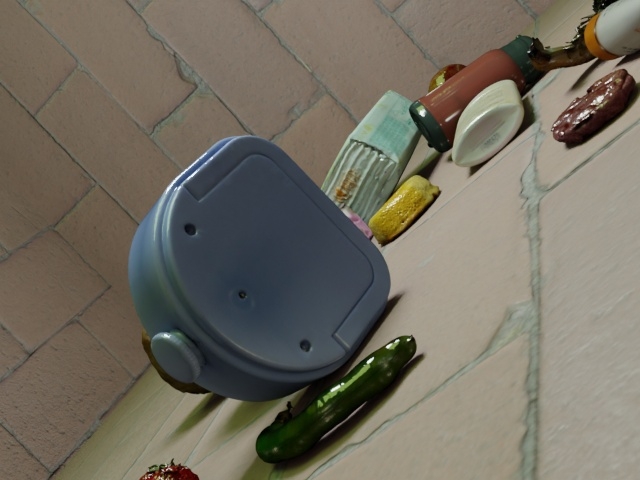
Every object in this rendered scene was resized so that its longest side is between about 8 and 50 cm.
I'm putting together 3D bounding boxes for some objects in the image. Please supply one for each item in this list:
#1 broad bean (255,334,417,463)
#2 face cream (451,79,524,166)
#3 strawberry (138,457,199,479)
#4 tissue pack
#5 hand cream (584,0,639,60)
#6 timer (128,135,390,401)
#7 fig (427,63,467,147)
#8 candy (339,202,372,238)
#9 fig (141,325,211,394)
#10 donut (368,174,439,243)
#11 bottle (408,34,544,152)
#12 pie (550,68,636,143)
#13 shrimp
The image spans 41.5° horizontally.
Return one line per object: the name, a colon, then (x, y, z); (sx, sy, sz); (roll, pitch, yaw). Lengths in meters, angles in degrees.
broad bean: (-0.001, 0.207, 1.044); (0.292, 0.049, 0.144); (-39, 6, 43)
face cream: (0.355, -0.256, 1.800); (0.173, 0.081, 0.348); (-43, 5, 19)
strawberry: (-0.210, 0.362, 1.173); (0.106, 0.106, 0.106); (-43, 6, 5)
tissue pack: (0.131, -0.189, 2.178); (0.287, 0.162, 0.388); (-64, -5, 31)
hand cream: (0.523, -0.356, 1.317); (0.140, 0.089, 0.314); (-2, -1, -4)
timer: (-0.111, 0.064, 1.261); (0.173, 0.395, 0.395); (-36, 9, 49)
fig: (0.340, -0.328, 2.211); (0.145, 0.170, 0.274); (-52, -9, -37)
candy: (0.019, 0.022, 1.938); (0.155, 0.116, 0.265); (-42, 6, 20)
fig: (-0.218, 0.231, 1.806); (0.286, 0.286, 0.369); (-44, 36, -4)
donut: (0.173, -0.072, 1.809); (0.178, 0.065, 0.162); (-48, 7, -31)
bottle: (0.382, -0.361, 2.018); (0.336, 0.144, 0.144); (-37, 6, 2)
pie: (0.403, -0.194, 1.249); (0.153, 0.038, 0.153); (-45, 8, 8)
shrimp: (0.472, -0.398, 1.515); (0.222, 0.054, 0.290); (-24, -23, -1)
